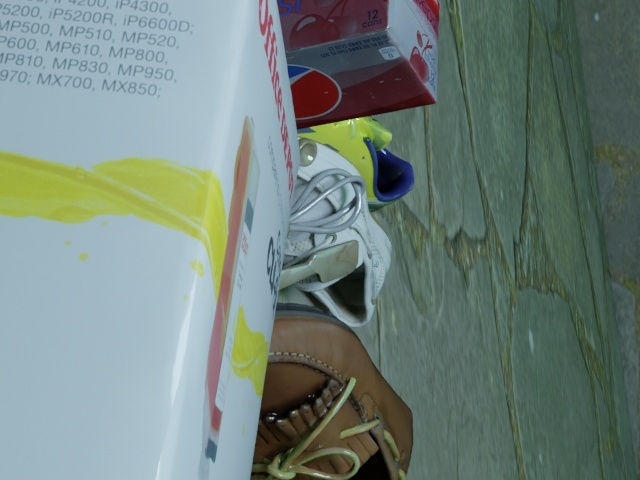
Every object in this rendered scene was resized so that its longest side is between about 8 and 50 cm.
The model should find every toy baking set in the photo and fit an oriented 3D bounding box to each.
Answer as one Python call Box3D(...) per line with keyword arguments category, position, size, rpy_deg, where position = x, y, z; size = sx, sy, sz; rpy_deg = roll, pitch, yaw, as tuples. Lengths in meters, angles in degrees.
Box3D(category="toy baking set", position=(-0.047, -0.020, 1.018), size=(0.197, 0.030, 0.256), rpy_deg=(-45, 133, -19))

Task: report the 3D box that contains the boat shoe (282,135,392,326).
Box3D(category="boat shoe", position=(0.000, 0.000, 1.149), size=(0.277, 0.098, 0.096), rpy_deg=(47, 41, -54))

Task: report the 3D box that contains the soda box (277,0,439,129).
Box3D(category="soda box", position=(-0.057, -0.124, 0.853), size=(0.092, 0.263, 0.083), rpy_deg=(46, 42, -54))

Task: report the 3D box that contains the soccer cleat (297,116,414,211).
Box3D(category="soccer cleat", position=(-0.004, -0.108, 1.144), size=(0.289, 0.121, 0.093), rpy_deg=(42, 46, -55))

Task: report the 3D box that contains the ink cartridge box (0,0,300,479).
Box3D(category="ink cartridge box", position=(-0.116, 0.060, 0.625), size=(0.279, 0.160, 0.384), rpy_deg=(84, 13, -67))

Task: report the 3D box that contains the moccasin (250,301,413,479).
Box3D(category="moccasin", position=(-0.017, 0.157, 1.039), size=(0.380, 0.139, 0.147), rpy_deg=(58, 24, -60))
